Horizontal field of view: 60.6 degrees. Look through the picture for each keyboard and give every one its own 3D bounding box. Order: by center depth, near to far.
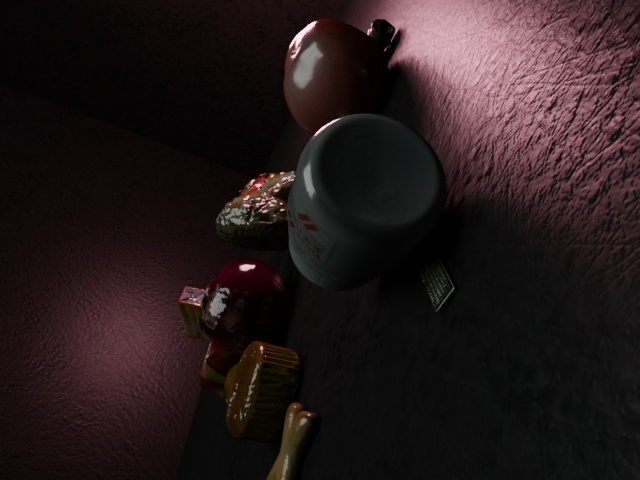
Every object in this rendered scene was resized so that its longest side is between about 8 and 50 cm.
[{"bbox_3d":[0.178,0.058,0.849,0.129,0.015,0.049,-96,29,-63],"label":"keyboard"}]

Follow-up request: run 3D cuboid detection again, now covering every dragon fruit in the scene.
[{"bbox_3d":[-0.312,0.425,1.979,0.290,0.190,0.290,-161,90,-86],"label":"dragon fruit"},{"bbox_3d":[-0.220,-0.158,2.323,0.291,0.250,0.269,-56,17,-7],"label":"dragon fruit"}]

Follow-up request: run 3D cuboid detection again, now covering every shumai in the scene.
[{"bbox_3d":[-0.210,-0.126,2.030,0.292,0.330,0.288,70,-157,-71],"label":"shumai"}]

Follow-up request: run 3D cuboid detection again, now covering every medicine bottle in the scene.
[{"bbox_3d":[0.062,-0.049,0.976,0.306,0.245,0.244,114,170,-64],"label":"medicine bottle"}]

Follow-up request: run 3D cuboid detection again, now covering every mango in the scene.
[{"bbox_3d":[-0.220,0.445,1.675,0.156,0.151,0.248,-41,-13,-34],"label":"mango"}]

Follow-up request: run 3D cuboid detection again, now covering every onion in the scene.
[{"bbox_3d":[-0.236,0.193,1.789,0.336,0.282,0.260,-79,12,-79],"label":"onion"}]

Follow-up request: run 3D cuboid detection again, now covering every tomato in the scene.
[{"bbox_3d":[0.024,-0.475,1.610,0.342,0.273,0.341,-27,54,43],"label":"tomato"}]

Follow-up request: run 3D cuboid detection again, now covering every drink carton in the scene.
[{"bbox_3d":[-0.433,0.263,1.934,0.222,0.096,0.071,91,-167,-47],"label":"drink carton"}]

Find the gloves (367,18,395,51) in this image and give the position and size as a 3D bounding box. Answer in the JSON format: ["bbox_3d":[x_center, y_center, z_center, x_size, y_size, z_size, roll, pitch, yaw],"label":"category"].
[{"bbox_3d":[0.135,-0.580,1.763,0.286,0.119,0.142,-34,36,45],"label":"gloves"}]

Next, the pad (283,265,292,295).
[{"bbox_3d":[-0.154,0.228,1.981,0.170,0.006,0.245,-84,19,-47],"label":"pad"}]

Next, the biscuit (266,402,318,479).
[{"bbox_3d":[-0.067,0.464,1.185,0.164,0.047,0.207,156,132,-74],"label":"biscuit"}]

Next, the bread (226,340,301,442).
[{"bbox_3d":[-0.153,0.396,1.439,0.253,0.143,0.227,-69,20,-2],"label":"bread"}]
